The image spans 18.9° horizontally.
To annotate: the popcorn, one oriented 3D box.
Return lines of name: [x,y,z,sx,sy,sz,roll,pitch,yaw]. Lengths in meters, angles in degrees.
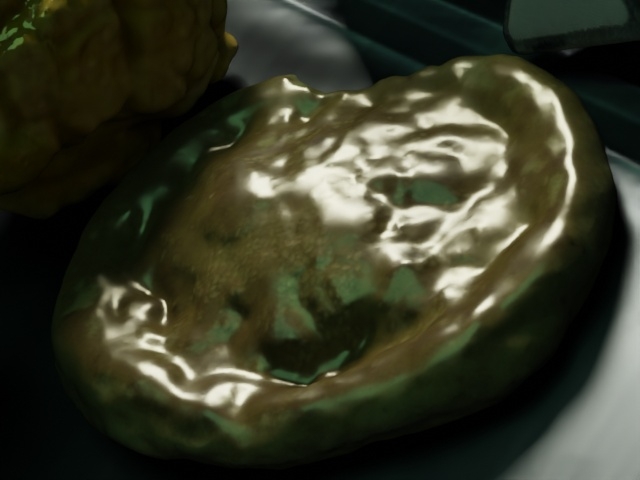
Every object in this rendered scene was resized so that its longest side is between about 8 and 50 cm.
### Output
popcorn: [-0.115,-0.093,0.851,0.163,0.140,0.194,-4,22,18]

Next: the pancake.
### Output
pancake: [0.000,-0.001,0.761,0.236,0.042,0.222,13,54,37]

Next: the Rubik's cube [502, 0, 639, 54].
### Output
Rubik's cube: [0.191,-0.180,0.685,0.228,0.233,0.228,15,80,16]
